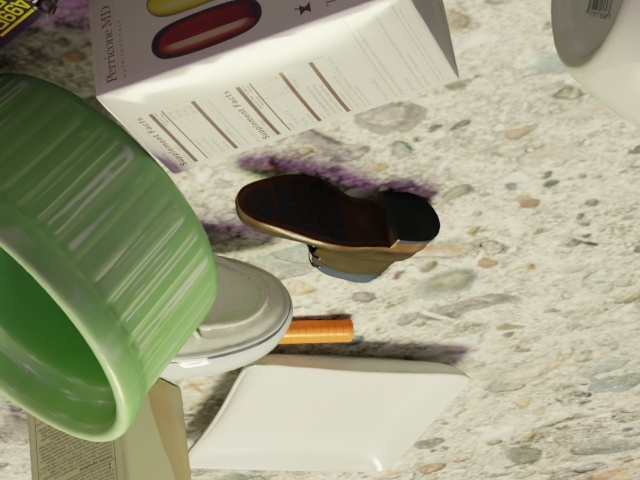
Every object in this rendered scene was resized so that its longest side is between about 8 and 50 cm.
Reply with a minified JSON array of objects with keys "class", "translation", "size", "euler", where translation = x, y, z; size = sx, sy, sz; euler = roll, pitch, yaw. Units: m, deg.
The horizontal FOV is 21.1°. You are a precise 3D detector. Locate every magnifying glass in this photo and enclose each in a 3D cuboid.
[{"class":"magnifying glass","translation":[-0.079,0.102,1.869],"size":[0.231,0.026,0.092],"euler":[-3,150,-11]}]

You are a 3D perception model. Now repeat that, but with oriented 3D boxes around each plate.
[{"class":"plate","translation":[0.001,0.201,2.039],"size":[0.277,0.045,0.278],"euler":[5,148,-20]}]

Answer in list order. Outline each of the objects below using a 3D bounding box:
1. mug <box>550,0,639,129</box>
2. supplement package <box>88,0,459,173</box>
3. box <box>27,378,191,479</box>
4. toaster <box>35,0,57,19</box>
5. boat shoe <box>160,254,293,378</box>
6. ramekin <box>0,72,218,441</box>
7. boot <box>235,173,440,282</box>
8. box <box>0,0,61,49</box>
[{"class":"mug","translation":[0.357,-0.159,1.203],"size":[0.328,0.374,0.276],"euler":[8,113,-13]},{"class":"supplement package","translation":[-0.038,-0.168,1.297],"size":[0.244,0.139,0.134],"euler":[-18,150,15]},{"class":"box","translation":[-0.227,0.309,1.898],"size":[0.148,0.311,0.121],"euler":[-25,146,26]},{"class":"toaster","translation":[-0.207,-0.259,1.127],"size":[0.168,0.110,0.185],"euler":[16,142,-35]},{"class":"boat shoe","translation":[-0.199,0.028,1.624],"size":[0.367,0.136,0.156],"euler":[8,145,-8]},{"class":"ramekin","translation":[-0.228,0.008,1.410],"size":[0.303,0.148,0.303],"euler":[32,152,20]},{"class":"boot","translation":[0.000,0.000,1.656],"size":[0.219,0.082,0.106],"euler":[8,144,-29]},{"class":"box","translation":[-0.347,-0.183,1.274],"size":[0.270,0.060,0.216],"euler":[-31,144,35]}]
